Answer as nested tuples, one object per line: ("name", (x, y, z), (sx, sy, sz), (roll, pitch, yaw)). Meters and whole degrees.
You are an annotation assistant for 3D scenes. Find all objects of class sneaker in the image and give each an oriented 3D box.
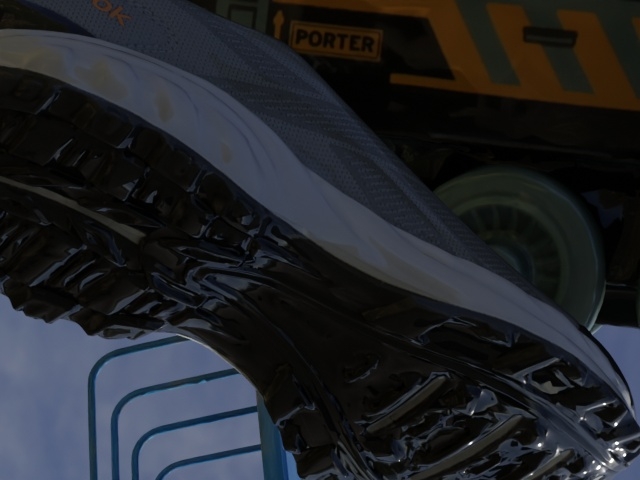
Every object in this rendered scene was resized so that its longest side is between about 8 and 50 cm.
("sneaker", (0.000, 0.000, 0.592), (0.271, 0.108, 0.100), (36, -55, -28))

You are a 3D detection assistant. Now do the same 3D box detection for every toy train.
("toy train", (0.082, -0.047, 0.750), (0.334, 0.142, 0.190), (7, -85, 15))

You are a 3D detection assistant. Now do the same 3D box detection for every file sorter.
("file sorter", (-0.052, 0.139, 1.072), (0.104, 0.118, 0.170), (-12, -39, 7))
